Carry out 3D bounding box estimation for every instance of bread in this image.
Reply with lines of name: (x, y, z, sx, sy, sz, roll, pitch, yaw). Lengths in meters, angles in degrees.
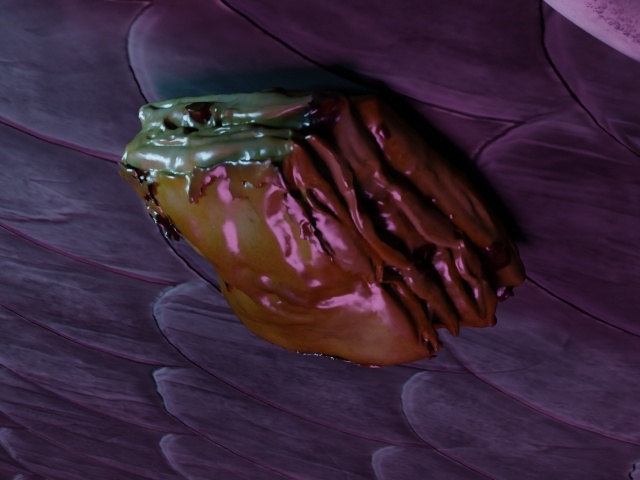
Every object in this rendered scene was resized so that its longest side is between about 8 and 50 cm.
bread: (0.000, 0.000, 1.438, 0.277, 0.167, 0.324, -2, 150, 40)

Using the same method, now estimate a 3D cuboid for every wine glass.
wine glass: (0.147, -0.194, 1.033, 0.262, 0.074, 0.074, 31, 154, -28)
